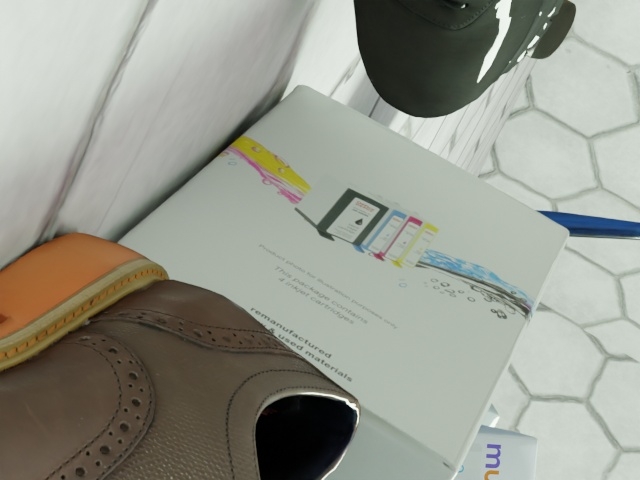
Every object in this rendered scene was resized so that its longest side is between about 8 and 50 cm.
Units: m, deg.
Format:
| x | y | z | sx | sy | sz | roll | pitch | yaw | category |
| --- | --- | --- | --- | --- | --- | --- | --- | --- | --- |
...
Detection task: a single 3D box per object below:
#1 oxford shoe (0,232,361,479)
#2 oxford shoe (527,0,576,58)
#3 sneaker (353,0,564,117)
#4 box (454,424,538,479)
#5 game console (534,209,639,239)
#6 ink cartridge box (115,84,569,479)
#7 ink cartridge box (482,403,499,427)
| x | y | z | sx | sy | sz | roll | pitch | yaw | category |
| --- | --- | --- | --- | --- | --- | --- | --- | --- | --- |
| -0.084 | 0.102 | 0.411 | 0.364 | 0.132 | 0.130 | -52 | 159 | -60 | oxford shoe |
| 0.143 | -0.198 | 1.234 | 0.076 | 0.076 | 0.212 | -59 | 158 | 12 | oxford shoe |
| 0.053 | -0.159 | 0.598 | 0.130 | 0.109 | 0.286 | -46 | 156 | -42 | sneaker |
| 0.015 | 0.253 | 1.030 | 0.127 | 0.231 | 0.262 | 172 | -75 | -75 | box |
| 0.093 | 0.044 | 1.157 | 0.250 | 0.173 | 0.293 | -56 | -175 | 0 | game console |
| -0.011 | 0.063 | 0.714 | 0.171 | 0.168 | 0.233 | -63 | 173 | 30 | ink cartridge box |
| 0.060 | 0.125 | 1.366 | 0.087 | 0.153 | 0.208 | -61 | -164 | 11 | ink cartridge box |
